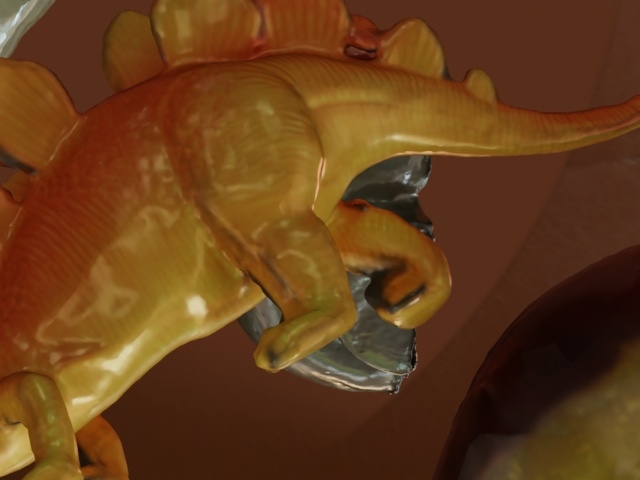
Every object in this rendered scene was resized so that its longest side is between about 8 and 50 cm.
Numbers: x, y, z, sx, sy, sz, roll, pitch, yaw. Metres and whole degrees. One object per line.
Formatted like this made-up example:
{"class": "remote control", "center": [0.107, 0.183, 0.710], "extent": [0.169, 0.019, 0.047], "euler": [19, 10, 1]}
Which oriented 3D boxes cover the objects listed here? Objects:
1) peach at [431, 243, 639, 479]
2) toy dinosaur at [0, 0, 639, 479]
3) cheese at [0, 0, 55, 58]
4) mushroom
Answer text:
{"class": "peach", "center": [0.144, 0.118, 0.509], "extent": [0.248, 0.245, 0.275], "euler": [-34, 98, -8]}
{"class": "toy dinosaur", "center": [-0.029, -0.015, 0.456], "extent": [0.288, 0.070, 0.117], "euler": [-33, 76, -15]}
{"class": "cheese", "center": [-0.270, -0.218, 1.162], "extent": [0.248, 0.251, 0.173], "euler": [-42, 130, 16]}
{"class": "mushroom", "center": [0.000, 0.000, 0.989], "extent": [0.117, 0.141, 0.188], "euler": [2, 118, -1]}
